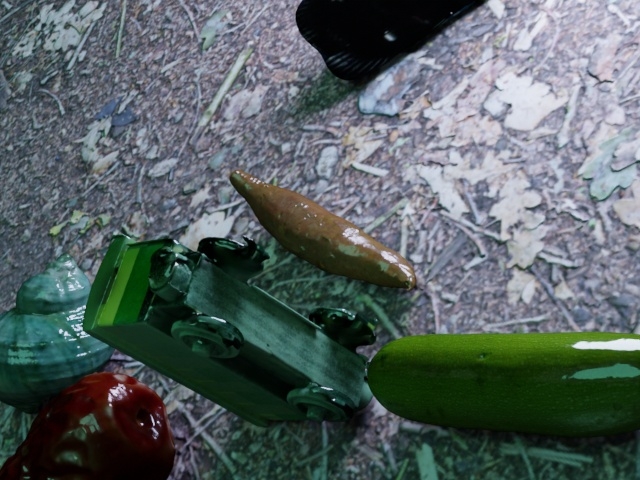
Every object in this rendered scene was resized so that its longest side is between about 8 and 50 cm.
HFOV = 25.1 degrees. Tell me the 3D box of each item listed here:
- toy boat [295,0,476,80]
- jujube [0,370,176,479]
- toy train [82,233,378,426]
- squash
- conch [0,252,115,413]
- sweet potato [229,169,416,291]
[{"bbox_3d":[0.111,-0.323,1.725,0.299,0.134,0.092,-33,20,15],"label":"toy boat"},{"bbox_3d":[-0.266,0.252,1.603,0.230,0.155,0.155,-41,44,17],"label":"jujube"},{"bbox_3d":[-0.084,0.095,1.462,0.202,0.301,0.120,-6,59,47],"label":"toy train"},{"bbox_3d":[0.202,0.133,1.342,0.379,0.101,0.101,-6,58,37],"label":"squash"},{"bbox_3d":[-0.342,0.115,1.764,0.202,0.134,0.196,-52,45,-1],"label":"conch"},{"bbox_3d":[0.000,0.000,1.623,0.314,0.066,0.072,34,92,44],"label":"sweet potato"}]
